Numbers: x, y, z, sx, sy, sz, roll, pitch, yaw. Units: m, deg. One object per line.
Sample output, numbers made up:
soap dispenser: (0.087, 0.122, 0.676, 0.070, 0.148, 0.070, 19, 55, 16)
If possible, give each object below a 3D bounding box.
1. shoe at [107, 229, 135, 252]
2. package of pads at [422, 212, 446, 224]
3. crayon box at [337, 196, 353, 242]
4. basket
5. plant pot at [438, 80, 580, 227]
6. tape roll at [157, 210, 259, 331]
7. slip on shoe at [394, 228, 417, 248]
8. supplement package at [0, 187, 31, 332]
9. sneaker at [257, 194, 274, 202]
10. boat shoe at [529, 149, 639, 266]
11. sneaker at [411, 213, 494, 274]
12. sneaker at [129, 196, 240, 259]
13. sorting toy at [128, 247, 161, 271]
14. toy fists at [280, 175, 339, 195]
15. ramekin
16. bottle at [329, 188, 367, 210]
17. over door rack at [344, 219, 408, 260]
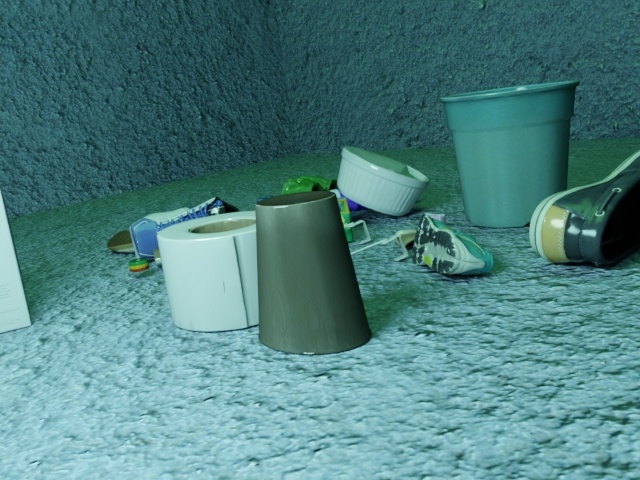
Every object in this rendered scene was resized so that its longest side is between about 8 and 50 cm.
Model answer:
shoe: (-0.543, 0.013, 1.881, 0.219, 0.058, 0.077, -1, 44, 42)
package of pads: (0.259, -0.021, 1.483, 0.050, 0.083, 0.032, 7, 14, 38)
crayon box: (-0.001, -0.052, 1.778, 0.165, 0.081, 0.278, -7, 12, 2)
basket: (-0.024, 0.044, 1.028, 0.204, 0.227, 0.154, 4, 17, 40)
plant pot: (0.487, -0.220, 1.666, 0.340, 0.335, 0.341, -6, 12, 1)
tape roll: (-0.170, 0.050, 1.217, 0.245, 0.169, 0.246, -7, 13, 2)
slip on shoe: (0.238, -0.005, 1.534, 0.135, 0.051, 0.041, -5, 50, -29)
supplement package: (-0.706, 0.035, 1.303, 0.177, 0.293, 0.175, -12, 14, -25)
sneaker: (-0.167, -0.115, 2.185, 0.082, 0.069, 0.209, -3, 13, 2)
boat shoe: (0.634, -0.069, 1.285, 0.499, 0.187, 0.156, -20, 22, -28)
sneaker: (0.263, 0.018, 1.343, 0.109, 0.107, 0.275, 10, 13, -14)
sneaker: (-0.344, -0.049, 1.750, 0.315, 0.128, 0.182, -16, -5, -37)
sorting toy: (-0.338, 0.041, 1.633, 0.274, 0.046, 0.132, -11, 13, -14)
toy fists: (-0.044, -0.181, 2.318, 0.142, 0.096, 0.279, 0, 10, 25)
ramekin: (0.174, -0.171, 1.920, 0.272, 0.127, 0.273, 19, 16, -5)
bottle: (0.169, -0.153, 2.105, 0.282, 0.092, 0.118, -11, 10, -17)
over door rack: (0.000, 0.000, 1.487, 0.324, 0.108, 0.239, -11, 14, -15)
